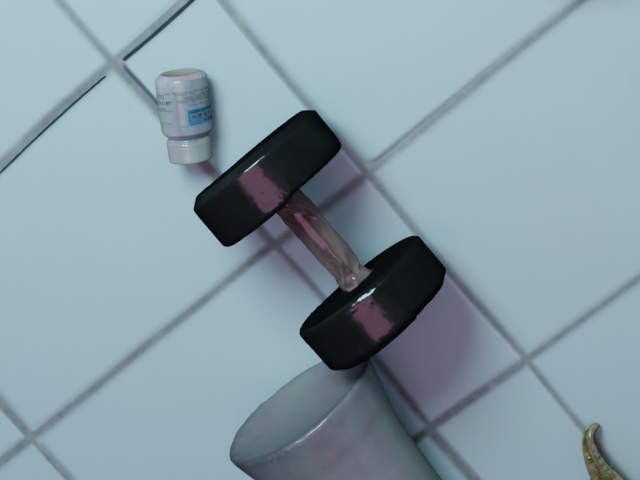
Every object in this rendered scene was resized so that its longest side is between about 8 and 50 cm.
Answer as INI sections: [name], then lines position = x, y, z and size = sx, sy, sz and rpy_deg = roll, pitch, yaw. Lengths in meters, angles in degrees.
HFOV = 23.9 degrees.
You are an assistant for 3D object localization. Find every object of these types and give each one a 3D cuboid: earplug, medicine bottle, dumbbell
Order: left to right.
[medicine bottle]
position = -0.133, -0.123, 1.497
size = 0.052, 0.052, 0.089
rpy_deg = -1, 108, 14
[dumbbell]
position = 0.000, 0.000, 1.454
size = 0.152, 0.152, 0.218
rpy_deg = -38, 96, 21
[earplug]
position = 0.063, 0.280, 1.532
size = 0.172, 0.172, 0.301
rpy_deg = -31, 104, 20

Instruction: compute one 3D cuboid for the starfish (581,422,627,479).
[starfish]
position = 0.361, 0.281, 1.511
size = 0.138, 0.050, 0.247
rpy_deg = -26, 101, 24
